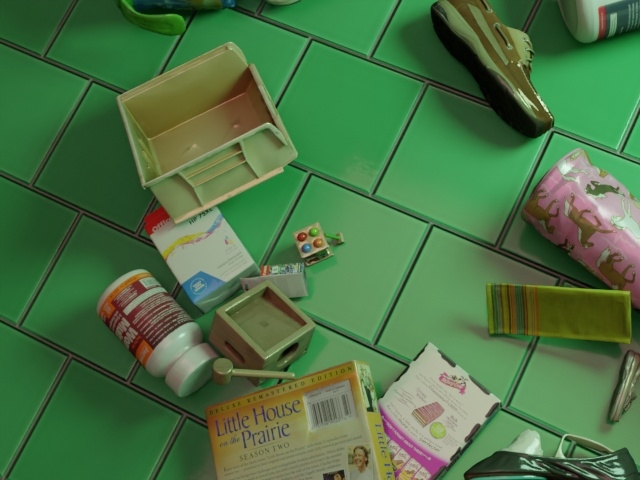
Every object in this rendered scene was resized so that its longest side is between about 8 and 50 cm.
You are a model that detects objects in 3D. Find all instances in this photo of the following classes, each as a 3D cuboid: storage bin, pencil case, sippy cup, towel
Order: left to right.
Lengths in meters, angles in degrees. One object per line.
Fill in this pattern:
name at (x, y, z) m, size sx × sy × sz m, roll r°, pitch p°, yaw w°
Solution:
sippy cup at (-0.267, -0.546, 1.932) m, size 0.224 × 0.240 × 0.306 m, roll 9°, pitch 98°, yaw 2°
storage bin at (-0.207, -0.201, 1.809) m, size 0.260 × 0.123 × 0.262 m, roll -26°, pitch 47°, yaw 1°
towel at (0.391, 0.121, 1.650) m, size 0.237 × 0.102 × 0.021 m, roll 3°, pitch 32°, yaw 25°
pencil case at (0.517, 0.008, 1.653) m, size 0.386 × 0.167 × 0.160 m, roll 40°, pitch 106°, yaw 17°

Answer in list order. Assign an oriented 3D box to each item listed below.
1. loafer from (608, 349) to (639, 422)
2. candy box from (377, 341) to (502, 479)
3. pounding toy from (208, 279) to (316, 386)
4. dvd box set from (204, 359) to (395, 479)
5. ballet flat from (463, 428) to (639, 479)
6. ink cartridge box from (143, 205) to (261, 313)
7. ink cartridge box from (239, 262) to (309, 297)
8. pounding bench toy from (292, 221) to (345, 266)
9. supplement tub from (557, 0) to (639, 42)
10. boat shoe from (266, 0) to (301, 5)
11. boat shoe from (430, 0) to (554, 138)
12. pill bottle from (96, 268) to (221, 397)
loafer at (0.509, 0.243, 1.644) m, size 0.039 × 0.045 × 0.125 m, roll 19°, pitch 75°, yaw 8°
candy box at (0.169, 0.310, 1.665) m, size 0.159 × 0.071 × 0.233 m, roll 40°, pitch 84°, yaw 20°
pounding toy at (-0.110, 0.194, 1.689) m, size 0.181 × 0.094 × 0.206 m, roll 42°, pitch 49°, yaw 22°
dvd box set at (-0.018, 0.437, 1.617) m, size 0.307 × 0.062 × 0.421 m, roll -22°, pitch 70°, yaw 23°
ballet flat at (0.371, 0.361, 1.613) m, size 0.280 × 0.095 × 0.096 m, roll 5°, pitch 64°, yaw 1°
ink cartridge box at (-0.227, 0.000, 1.823) m, size 0.134 × 0.078 × 0.231 m, roll -35°, pitch 70°, yaw -3°
ink cartridge box at (-0.082, 0.074, 1.783) m, size 0.115 × 0.063 × 0.029 m, roll -5°, pitch 43°, yaw 9°
pounding bench toy at (0.000, 0.000, 1.791) m, size 0.083 × 0.065 × 0.052 m, roll -23°, pitch 71°, yaw 2°
supplement tub at (0.567, -0.475, 1.772) m, size 0.272 × 0.191 × 0.191 m, roll -15°, pitch 71°, yaw 5°
boat shoe at (0.048, -0.664, 1.944) m, size 0.186 × 0.156 × 0.500 m, roll 35°, pitch 93°, yaw 12°
boat shoe at (0.329, -0.336, 1.810) m, size 0.119 × 0.122 × 0.324 m, roll -32°, pitch 72°, yaw -4°
pill bottle at (-0.284, 0.164, 1.761) m, size 0.121 × 0.121 × 0.221 m, roll -44°, pitch 71°, yaw -5°
